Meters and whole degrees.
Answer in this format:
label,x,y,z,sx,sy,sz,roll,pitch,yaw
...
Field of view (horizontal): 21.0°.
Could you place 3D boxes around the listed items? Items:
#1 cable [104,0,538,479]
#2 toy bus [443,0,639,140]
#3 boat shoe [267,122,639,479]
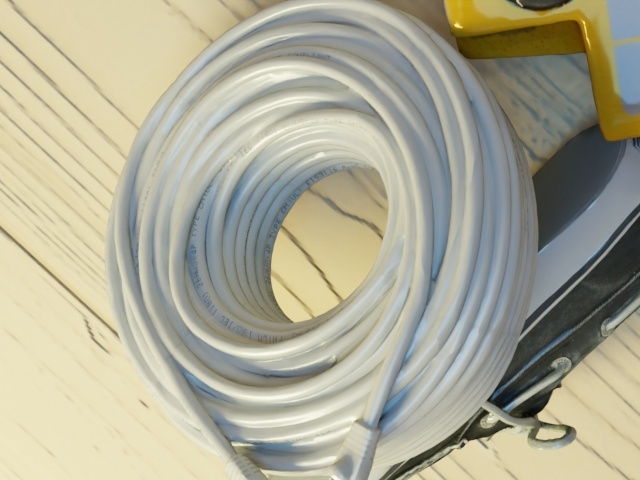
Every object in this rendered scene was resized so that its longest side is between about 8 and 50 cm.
label,x,y,z,sx,sy,sz,roll,pitch,yaw
cable,0.000,0.000,0.937,0.257,0.089,0.257,40,100,35
toy bus,0.235,-0.139,0.907,0.333,0.108,0.130,-10,109,11
boat shoe,0.099,0.071,1.002,0.105,0.113,0.306,40,97,-20
